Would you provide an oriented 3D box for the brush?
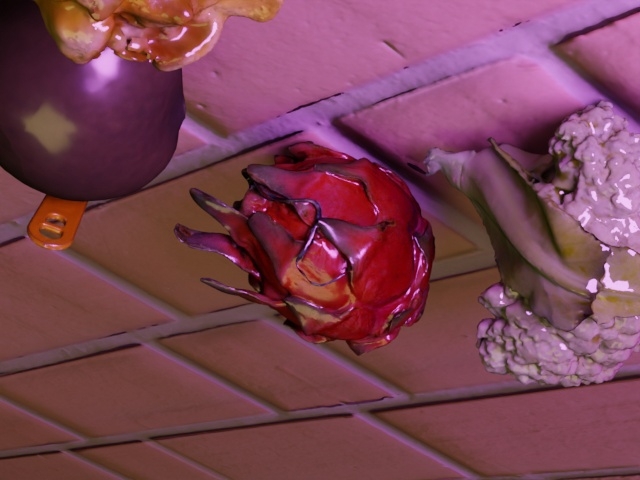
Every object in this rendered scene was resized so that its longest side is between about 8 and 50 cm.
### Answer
[{"bbox_3d":[-0.224,-0.066,1.312,0.103,0.272,0.013,19,122,-6],"label":"brush"}]

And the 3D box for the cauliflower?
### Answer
[{"bbox_3d":[0.209,-0.016,1.247,0.315,0.239,0.256,40,156,35],"label":"cauliflower"}]

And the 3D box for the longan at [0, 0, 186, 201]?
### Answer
[{"bbox_3d":[-0.215,-0.134,1.215,0.196,0.196,0.220,11,149,12],"label":"longan"}]

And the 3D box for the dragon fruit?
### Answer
[{"bbox_3d":[0.000,0.000,1.364,0.274,0.192,0.193,33,145,-26],"label":"dragon fruit"}]

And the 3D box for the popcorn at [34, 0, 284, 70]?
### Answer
[{"bbox_3d":[-0.145,-0.238,0.924,0.286,0.252,0.215,4,125,-44],"label":"popcorn"}]
